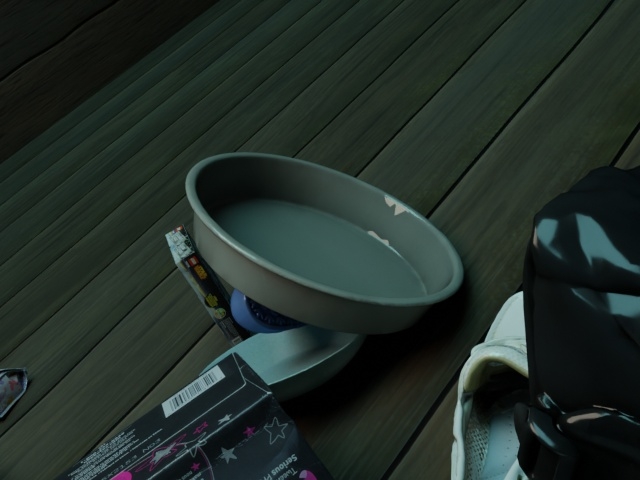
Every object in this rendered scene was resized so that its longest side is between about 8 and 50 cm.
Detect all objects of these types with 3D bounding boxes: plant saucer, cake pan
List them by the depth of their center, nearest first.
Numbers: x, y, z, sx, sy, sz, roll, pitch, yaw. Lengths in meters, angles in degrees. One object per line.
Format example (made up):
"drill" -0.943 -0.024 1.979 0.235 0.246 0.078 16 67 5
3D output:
"plant saucer" -0.030 0.121 0.858 0.195 0.037 0.195 -22 11 4
"cake pan" 0.000 0.000 0.871 0.293 0.293 0.054 -99 27 -63

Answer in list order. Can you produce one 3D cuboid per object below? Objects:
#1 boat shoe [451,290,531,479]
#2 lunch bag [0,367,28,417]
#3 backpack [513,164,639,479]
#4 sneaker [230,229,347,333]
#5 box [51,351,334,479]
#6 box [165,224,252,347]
"boat shoe" 0.151 0.114 0.646 0.098 0.096 0.277 -17 28 27
"lunch bag" -0.446 0.204 1.166 0.071 0.053 0.083 -15 21 26
"backpack" 0.290 0.102 0.333 0.355 0.290 0.273 9 28 43
"sneaker" -0.039 0.051 0.939 0.090 0.081 0.232 -20 3 33
"box" -0.115 0.223 0.654 0.247 0.142 0.163 -34 11 -11
"box" -0.129 0.055 1.000 0.027 0.137 0.094 -32 26 -4
